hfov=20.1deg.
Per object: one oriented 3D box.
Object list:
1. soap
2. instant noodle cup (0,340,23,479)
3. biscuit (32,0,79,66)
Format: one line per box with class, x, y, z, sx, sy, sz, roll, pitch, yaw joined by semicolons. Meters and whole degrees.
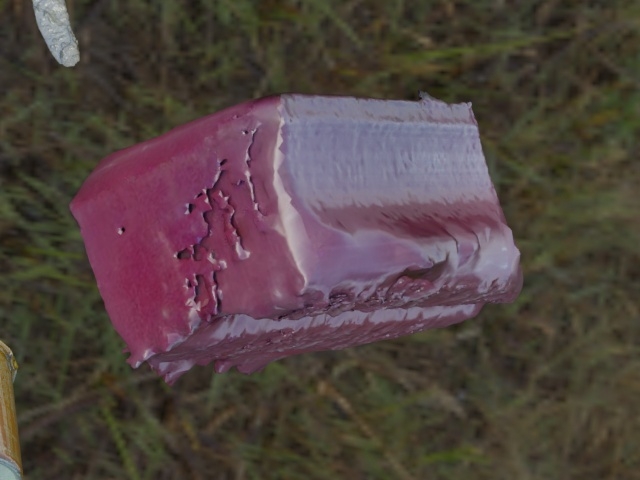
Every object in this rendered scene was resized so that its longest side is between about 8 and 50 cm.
soap;0.000;0.000;1.072;0.325;0.220;0.127;1;73;-55
instant noodle cup;-0.442;0.229;2.093;0.216;0.216;0.172;30;30;-48
biscuit;-0.310;-0.313;1.930;0.040;0.188;0.265;-18;85;-4
